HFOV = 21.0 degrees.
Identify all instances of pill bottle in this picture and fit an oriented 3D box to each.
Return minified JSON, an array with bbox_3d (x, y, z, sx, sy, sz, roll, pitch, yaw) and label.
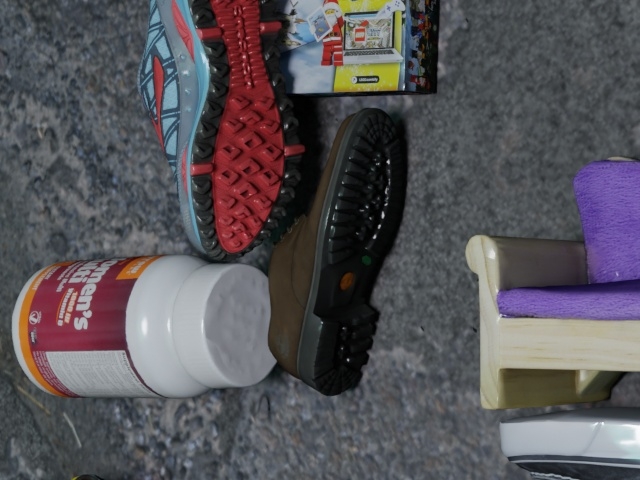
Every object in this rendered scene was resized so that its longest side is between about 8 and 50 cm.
[{"bbox_3d":[-0.145,0.073,1.448,0.221,0.121,0.121,-4,86,39],"label":"pill bottle"}]

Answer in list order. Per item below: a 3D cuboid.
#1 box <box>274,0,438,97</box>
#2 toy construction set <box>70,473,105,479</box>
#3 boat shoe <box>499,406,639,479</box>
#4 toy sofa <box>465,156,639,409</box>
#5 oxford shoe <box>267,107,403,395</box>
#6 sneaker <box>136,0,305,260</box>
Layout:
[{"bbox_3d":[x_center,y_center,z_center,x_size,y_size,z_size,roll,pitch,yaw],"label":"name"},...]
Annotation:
[{"bbox_3d":[-0.009,-0.196,1.395,0.233,0.044,0.159,3,91,39],"label":"box"},{"bbox_3d":[-0.199,0.324,1.465,0.328,0.151,0.215,31,83,28],"label":"toy construction set"},{"bbox_3d":[0.255,0.166,1.131,0.301,0.108,0.102,2,91,30],"label":"boat shoe"},{"bbox_3d":[0.279,0.022,1.083,0.363,0.150,0.177,-2,88,39],"label":"toy sofa"},{"bbox_3d":[0.000,0.000,1.359,0.096,0.083,0.227,24,103,42],"label":"oxford shoe"},{"bbox_3d":[-0.088,-0.113,1.386,0.125,0.104,0.261,-6,86,57],"label":"sneaker"}]
